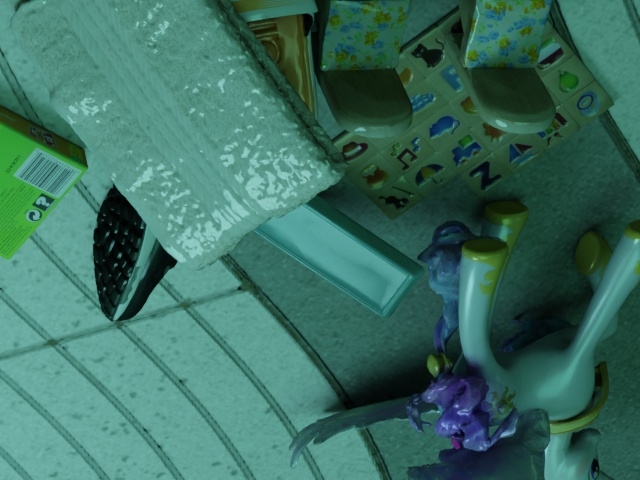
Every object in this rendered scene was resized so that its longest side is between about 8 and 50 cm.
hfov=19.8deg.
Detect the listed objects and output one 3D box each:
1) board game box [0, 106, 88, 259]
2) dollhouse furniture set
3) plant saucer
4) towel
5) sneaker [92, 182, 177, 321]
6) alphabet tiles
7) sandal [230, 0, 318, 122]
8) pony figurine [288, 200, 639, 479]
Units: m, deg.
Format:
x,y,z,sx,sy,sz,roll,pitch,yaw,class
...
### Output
x,y,z,sx,sy,sz,roll,pitch,yaw,class
-0.341,-0.082,1.578,0.259,0.039,0.124,27,117,-36,board game box
0.212,-0.242,1.444,0.394,0.256,0.362,-2,128,-15,dollhouse furniture set
0.000,0.000,1.695,0.192,0.018,0.067,34,117,-4,plant saucer
-0.122,-0.124,1.483,0.187,0.049,0.282,-31,99,36,towel
-0.115,-0.035,1.639,0.124,0.107,0.283,6,127,-27,sneaker
0.128,-0.117,1.698,0.237,0.009,0.198,-35,130,15,alphabet tiles
-0.045,-0.177,1.503,0.102,0.076,0.265,-16,108,-7,sandal
0.173,0.152,1.796,0.351,0.303,0.363,-6,116,-22,pony figurine
